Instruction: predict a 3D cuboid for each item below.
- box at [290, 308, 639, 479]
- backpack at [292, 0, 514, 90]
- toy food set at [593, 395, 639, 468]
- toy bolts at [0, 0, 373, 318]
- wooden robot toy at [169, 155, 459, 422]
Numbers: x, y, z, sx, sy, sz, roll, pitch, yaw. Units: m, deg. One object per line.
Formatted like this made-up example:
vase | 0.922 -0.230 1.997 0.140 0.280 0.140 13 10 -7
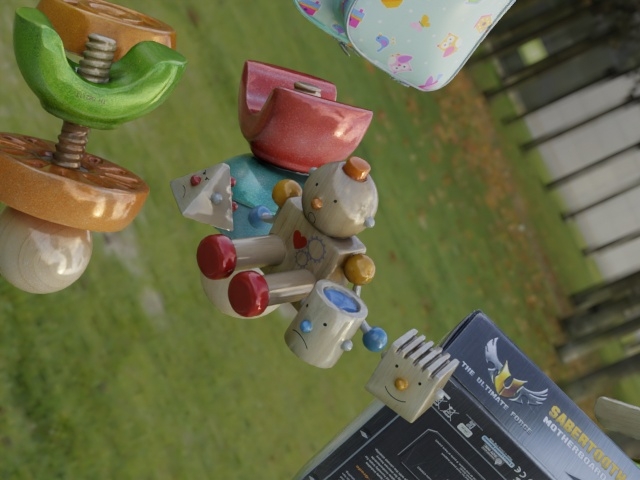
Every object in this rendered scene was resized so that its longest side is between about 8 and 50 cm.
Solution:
box | 0.107 0.176 0.826 0.231 0.183 0.056 45 44 4
backpack | 0.063 -0.225 1.215 0.188 0.166 0.144 26 32 -22
toy food set | 0.242 0.226 1.121 0.038 0.132 0.192 -16 115 -57
toy bolts | -0.102 -0.047 0.937 0.228 0.159 0.218 14 13 -17
wooden robot toy | 0.000 0.000 0.683 0.173 0.079 0.076 46 28 27
